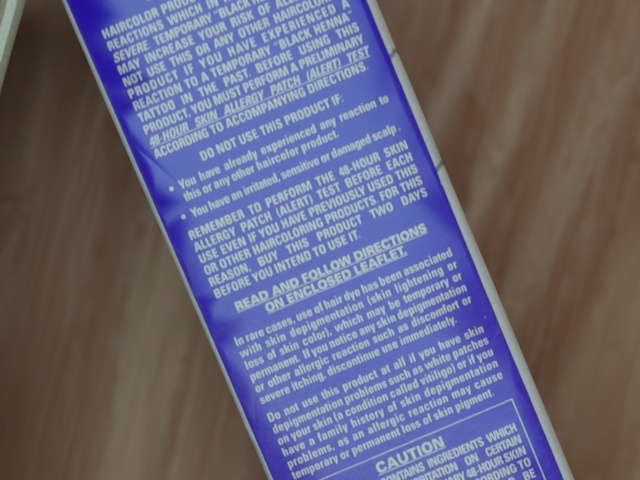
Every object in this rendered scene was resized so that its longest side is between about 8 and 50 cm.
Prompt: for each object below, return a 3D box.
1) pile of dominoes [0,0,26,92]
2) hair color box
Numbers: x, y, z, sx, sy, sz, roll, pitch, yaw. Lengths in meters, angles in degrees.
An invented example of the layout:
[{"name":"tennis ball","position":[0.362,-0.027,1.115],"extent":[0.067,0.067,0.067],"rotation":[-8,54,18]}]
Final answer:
[{"name":"pile of dominoes","position":[-0.135,0.018,0.705],"extent":[0.040,0.196,0.251],"rotation":[15,95,-12]},{"name":"hair color box","position":[0.000,0.000,0.710],"extent":[0.110,0.185,0.339],"rotation":[-21,96,0]}]
